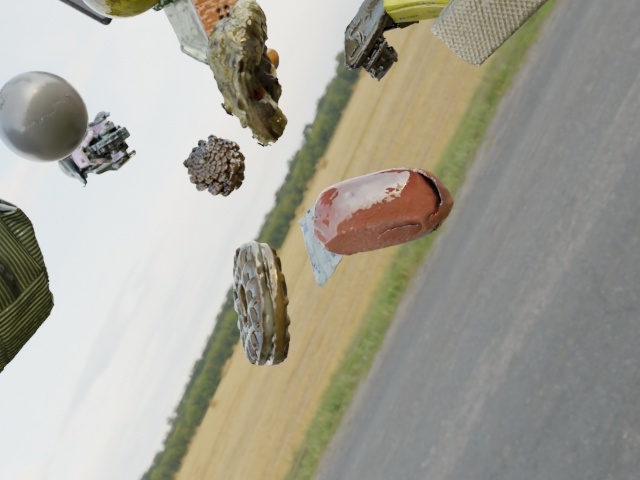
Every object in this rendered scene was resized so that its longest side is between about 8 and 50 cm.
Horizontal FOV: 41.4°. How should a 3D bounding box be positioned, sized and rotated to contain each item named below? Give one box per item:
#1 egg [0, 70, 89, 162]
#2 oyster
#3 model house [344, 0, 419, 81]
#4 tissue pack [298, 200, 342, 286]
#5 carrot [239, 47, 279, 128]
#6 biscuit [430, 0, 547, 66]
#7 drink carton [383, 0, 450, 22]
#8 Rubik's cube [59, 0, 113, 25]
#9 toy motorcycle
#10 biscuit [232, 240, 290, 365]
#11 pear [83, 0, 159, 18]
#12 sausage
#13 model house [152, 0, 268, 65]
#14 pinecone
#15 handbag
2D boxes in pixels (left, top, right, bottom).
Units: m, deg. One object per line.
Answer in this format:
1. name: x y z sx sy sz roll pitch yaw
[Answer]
1. egg: -0.452 -0.200 1.373 0.146 0.146 0.199 -66 9 -5
2. oyster: -0.124 -0.328 1.624 0.094 0.294 0.166 -25 -2 41
3. model house: 0.149 -0.469 1.966 0.203 0.164 0.141 -55 40 14
4. tissue pack: 0.000 0.000 1.981 0.122 0.026 0.193 -49 46 42
5. carrot: -0.143 -0.344 1.842 0.271 0.062 0.066 -72 -4 -46
6. biscuit: 0.346 -0.468 1.552 0.078 0.144 0.426 -54 6 -24
7. drink carton: 0.226 -0.659 1.828 0.111 0.155 0.351 20 -109 -67
8. Rubik's cube: -0.587 -0.772 2.071 0.318 0.316 0.313 -50 33 20
9. toy motorcycle: -0.549 -0.215 2.053 0.188 0.143 0.327 -35 15 -9
10. biscuit: -0.153 0.160 2.156 0.332 0.103 0.332 174 90 -76
11. pear: -0.417 -0.555 1.732 0.197 0.197 0.197 -156 90 -88
12. sausage: 0.119 -0.059 1.664 0.152 0.280 0.152 167 90 -88
13. model house: -0.228 -0.501 1.977 0.190 0.271 0.300 -68 -40 -70
14. pinecone: -0.266 -0.188 2.219 0.173 0.174 0.173 -156 90 -88
15. handbag: -0.623 0.048 1.384 0.247 0.341 0.240 -62 -19 -44
